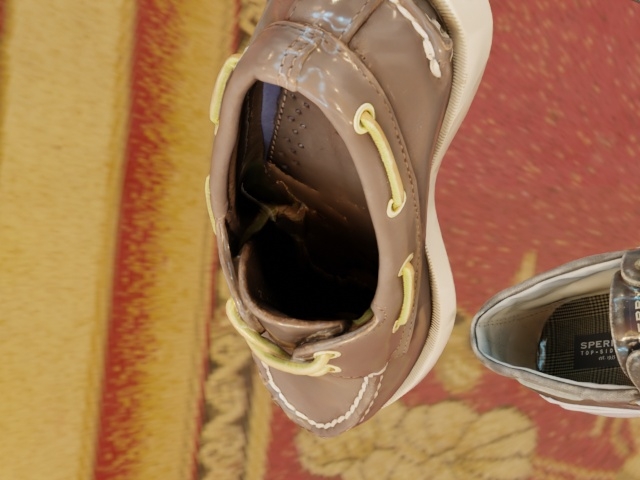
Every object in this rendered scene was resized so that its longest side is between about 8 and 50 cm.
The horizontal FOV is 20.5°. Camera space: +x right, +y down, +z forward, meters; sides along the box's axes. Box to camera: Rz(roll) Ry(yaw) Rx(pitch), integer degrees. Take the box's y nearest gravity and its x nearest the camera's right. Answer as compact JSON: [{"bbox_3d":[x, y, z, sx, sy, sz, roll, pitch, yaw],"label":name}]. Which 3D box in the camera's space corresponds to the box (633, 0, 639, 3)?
[{"bbox_3d":[0.312,-0.317,1.607,0.165,0.270,0.143,-43,61,27],"label":"box"}]

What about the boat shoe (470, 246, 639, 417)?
[{"bbox_3d":[0.220,0.059,1.071,0.335,0.119,0.121,-20,66,53],"label":"boat shoe"}]

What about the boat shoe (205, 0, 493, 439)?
[{"bbox_3d":[0.000,0.000,0.791,0.116,0.324,0.097,30,57,15],"label":"boat shoe"}]
